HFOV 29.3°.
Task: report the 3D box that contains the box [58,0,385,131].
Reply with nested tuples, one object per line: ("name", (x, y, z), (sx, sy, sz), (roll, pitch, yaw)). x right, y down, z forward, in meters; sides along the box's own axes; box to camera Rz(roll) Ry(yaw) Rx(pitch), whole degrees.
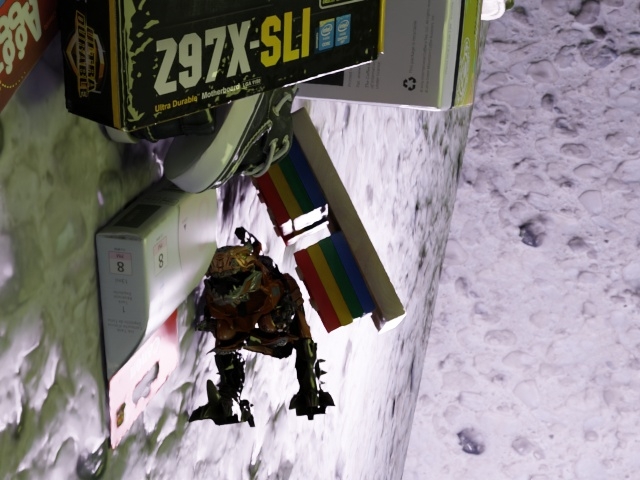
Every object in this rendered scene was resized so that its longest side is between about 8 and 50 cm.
("box", (-0.069, -0.250, 1.001), (0.322, 0.079, 0.257), (-23, 125, -45))

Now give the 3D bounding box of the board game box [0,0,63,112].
("board game box", (-0.249, -0.125, 0.805), (0.145, 0.027, 0.281), (85, 18, -44))

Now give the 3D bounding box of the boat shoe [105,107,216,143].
("boat shoe", (-0.102, -0.232, 1.162), (0.127, 0.113, 0.340), (80, 22, -51))

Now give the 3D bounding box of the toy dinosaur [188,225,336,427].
("toy dinosaur", (-0.060, 0.103, 1.453), (0.322, 0.164, 0.218), (20, 60, -55))

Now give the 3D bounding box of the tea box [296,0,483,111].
("tea box", (0.101, -0.353, 1.696), (0.323, 0.220, 0.329), (-31, 126, -73))

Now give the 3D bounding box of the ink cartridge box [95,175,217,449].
("ink cartridge box", (-0.155, 0.065, 1.220), (0.189, 0.066, 0.232), (-55, 144, -63))

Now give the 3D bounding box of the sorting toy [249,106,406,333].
("sorting toy", (0.000, 0.000, 1.458), (0.255, 0.089, 0.257), (64, -3, 7))

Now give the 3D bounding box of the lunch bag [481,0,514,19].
("lunch bag", (0.202, -0.456, 2.014), (0.287, 0.235, 0.169), (-43, 140, -69))

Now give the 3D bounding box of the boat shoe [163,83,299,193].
("boat shoe", (-0.075, -0.114, 1.242), (0.102, 0.108, 0.301), (44, 22, -16))
